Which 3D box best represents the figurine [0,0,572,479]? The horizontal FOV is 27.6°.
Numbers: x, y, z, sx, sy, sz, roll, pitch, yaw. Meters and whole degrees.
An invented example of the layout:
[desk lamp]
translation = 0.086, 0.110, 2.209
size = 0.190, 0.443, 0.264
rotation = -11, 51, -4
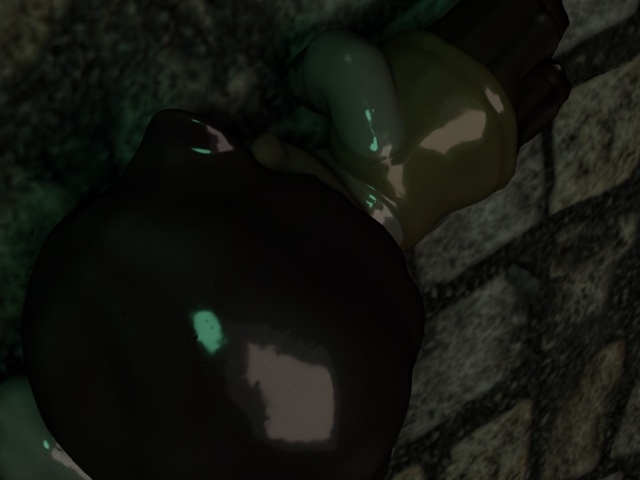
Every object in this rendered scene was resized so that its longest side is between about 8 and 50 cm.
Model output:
[figurine]
translation = -0.014, -0.013, 0.703
size = 0.365, 0.206, 0.218
rotation = -60, 167, -29
